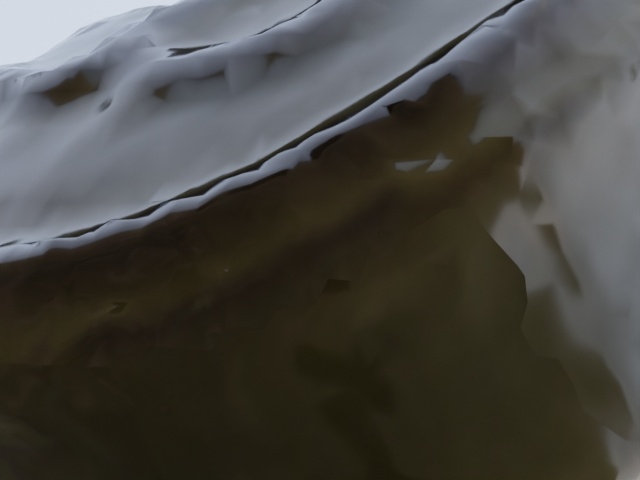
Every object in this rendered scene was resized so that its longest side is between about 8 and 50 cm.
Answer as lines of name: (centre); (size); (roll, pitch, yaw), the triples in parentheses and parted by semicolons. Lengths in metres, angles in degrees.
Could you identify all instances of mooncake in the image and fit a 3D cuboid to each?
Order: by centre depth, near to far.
mooncake: (0.000, 0.000, 0.863); (0.394, 0.393, 0.246); (-26, -72, -3)
